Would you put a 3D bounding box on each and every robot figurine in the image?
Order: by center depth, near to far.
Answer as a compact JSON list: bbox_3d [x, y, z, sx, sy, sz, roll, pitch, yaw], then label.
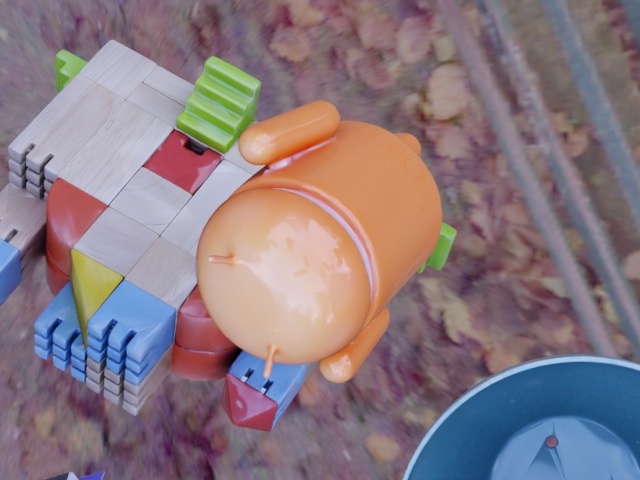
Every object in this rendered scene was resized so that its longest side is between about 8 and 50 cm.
[{"bbox_3d":[-0.001,-0.002,1.014,0.128,0.219,0.158,29,128,14],"label":"robot figurine"}]

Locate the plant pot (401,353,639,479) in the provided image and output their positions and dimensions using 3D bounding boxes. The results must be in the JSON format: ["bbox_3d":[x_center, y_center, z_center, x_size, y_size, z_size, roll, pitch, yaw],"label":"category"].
[{"bbox_3d":[0.208,0.228,1.244,0.290,0.195,0.290,0,93,6],"label":"plant pot"}]

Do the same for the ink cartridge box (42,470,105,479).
[{"bbox_3d":[-0.286,0.249,1.185,0.206,0.208,0.045,-17,111,11],"label":"ink cartridge box"}]

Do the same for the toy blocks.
[{"bbox_3d":[-0.124,0.014,1.204,0.381,0.191,0.261,29,56,10],"label":"toy blocks"}]
